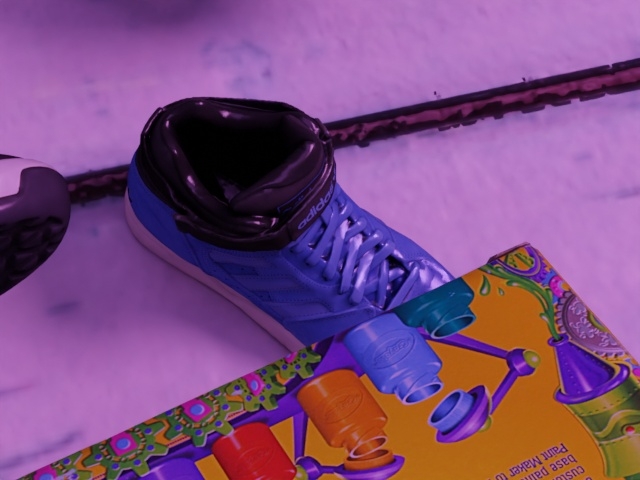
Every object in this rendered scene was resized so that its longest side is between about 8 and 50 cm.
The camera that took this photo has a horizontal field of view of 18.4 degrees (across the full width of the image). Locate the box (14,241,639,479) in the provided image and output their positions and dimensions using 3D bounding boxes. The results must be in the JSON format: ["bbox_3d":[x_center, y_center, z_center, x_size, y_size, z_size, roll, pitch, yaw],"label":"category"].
[{"bbox_3d":[0.011,0.197,0.533,0.290,0.177,0.279,-24,48,-16],"label":"box"}]

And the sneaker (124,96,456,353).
[{"bbox_3d":[-0.001,0.001,0.710,0.152,0.084,0.058,32,68,5],"label":"sneaker"}]

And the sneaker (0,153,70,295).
[{"bbox_3d":[-0.201,-0.013,0.638,0.235,0.084,0.097,-12,70,-12],"label":"sneaker"}]
